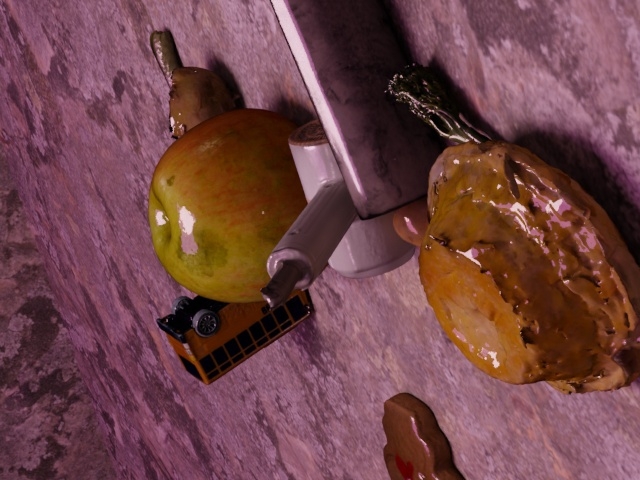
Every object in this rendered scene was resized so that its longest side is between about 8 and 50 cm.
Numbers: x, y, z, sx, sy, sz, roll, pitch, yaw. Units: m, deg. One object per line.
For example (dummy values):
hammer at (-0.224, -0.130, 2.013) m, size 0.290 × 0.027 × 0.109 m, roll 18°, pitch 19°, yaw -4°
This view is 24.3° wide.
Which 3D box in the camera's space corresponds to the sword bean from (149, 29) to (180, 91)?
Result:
sword bean at (-0.188, -0.179, 2.160) m, size 0.269 × 0.038 × 0.043 m, roll 68°, pitch 165°, yaw -6°

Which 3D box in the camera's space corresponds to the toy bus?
toy bus at (-0.113, 0.106, 2.085) m, size 0.098 × 0.201 × 0.114 m, roll 22°, pitch 142°, yaw 60°

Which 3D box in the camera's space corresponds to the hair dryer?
hair dryer at (0.000, 0.000, 1.551) m, size 0.108 × 0.357 × 0.173 m, roll -11°, pitch 110°, yaw 24°

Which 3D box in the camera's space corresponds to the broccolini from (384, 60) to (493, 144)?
broccolini at (0.154, -0.092, 1.442) m, size 0.239 × 0.051 × 0.054 m, roll 45°, pitch 149°, yaw 27°

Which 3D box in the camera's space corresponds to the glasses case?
glasses case at (0.033, -0.177, 1.520) m, size 0.060 × 0.114 × 0.299 m, roll -5°, pitch 109°, yaw 67°

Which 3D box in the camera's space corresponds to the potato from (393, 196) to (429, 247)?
potato at (0.111, -0.024, 1.596) m, size 0.083 × 0.062 × 0.068 m, roll 26°, pitch 164°, yaw 25°

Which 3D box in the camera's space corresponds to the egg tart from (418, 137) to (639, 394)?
egg tart at (0.178, 0.041, 1.378) m, size 0.295 × 0.116 × 0.294 m, roll 42°, pitch 155°, yaw 25°

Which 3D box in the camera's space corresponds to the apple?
apple at (-0.102, -0.038, 1.847) m, size 0.246 × 0.226 × 0.246 m, roll 51°, pitch 153°, yaw 38°

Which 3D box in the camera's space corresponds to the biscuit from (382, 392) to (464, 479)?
biscuit at (0.141, 0.344, 1.958) m, size 0.183 × 0.047 × 0.319 m, roll 50°, pitch 157°, yaw 40°

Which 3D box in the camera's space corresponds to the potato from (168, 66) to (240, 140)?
potato at (-0.147, -0.187, 2.025) m, size 0.172 × 0.089 × 0.100 m, roll -16°, pitch -78°, yaw -80°
